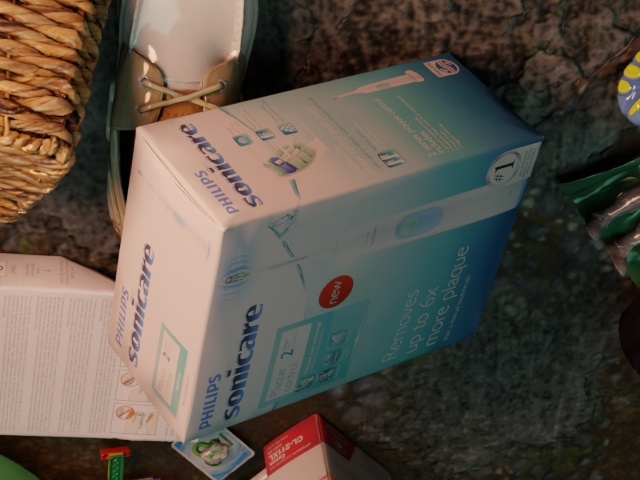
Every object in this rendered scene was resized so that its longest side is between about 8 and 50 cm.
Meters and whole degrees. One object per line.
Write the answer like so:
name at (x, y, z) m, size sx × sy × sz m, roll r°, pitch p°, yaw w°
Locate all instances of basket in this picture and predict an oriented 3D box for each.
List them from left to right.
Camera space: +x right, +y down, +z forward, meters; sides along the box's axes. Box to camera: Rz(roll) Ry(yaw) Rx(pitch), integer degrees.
basket at (-0.313, -0.163, 1.090) m, size 0.299 × 0.223 × 0.213 m, roll 16°, pitch 159°, yaw -22°

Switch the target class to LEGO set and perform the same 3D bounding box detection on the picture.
LEGO set at (-0.145, 0.242, 1.509) m, size 0.182 × 0.060 × 0.244 m, roll -39°, pitch 128°, yaw 7°

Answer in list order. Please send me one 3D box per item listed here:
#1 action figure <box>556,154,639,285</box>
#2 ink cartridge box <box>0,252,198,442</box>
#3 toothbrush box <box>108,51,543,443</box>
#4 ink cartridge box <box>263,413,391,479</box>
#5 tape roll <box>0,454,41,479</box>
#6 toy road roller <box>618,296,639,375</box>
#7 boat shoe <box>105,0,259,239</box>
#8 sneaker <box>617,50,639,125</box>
action figure at (0.335, -0.060, 1.307) m, size 0.232 × 0.063 × 0.137 m, roll -35°, pitch 124°, yaw 16°
ink cartridge box at (-0.209, 0.097, 1.357) m, size 0.225 × 0.056 × 0.181 m, roll 2°, pitch 129°, yaw -15°
toothbrush box at (0.000, 0.000, 1.181) m, size 0.295 × 0.126 × 0.216 m, roll -15°, pitch 137°, yaw -33°
ink cartridge box at (0.018, 0.273, 1.460) m, size 0.072 × 0.175 × 0.127 m, roll -33°, pitch 127°, yaw 18°
tape roll at (-0.392, 0.307, 1.457) m, size 0.321 × 0.077 × 0.321 m, roll 2°, pitch 133°, yaw 2°
toy road roller at (0.435, 0.138, 1.347) m, size 0.329 × 0.240 × 0.202 m, roll 16°, pitch 143°, yaw -24°
boat shoe at (-0.104, -0.112, 1.159) m, size 0.113 × 0.103 × 0.302 m, roll 1°, pitch 130°, yaw -11°
sneaker at (0.317, -0.161, 1.223) m, size 0.078 × 0.067 × 0.188 m, roll 13°, pitch 128°, yaw -46°
